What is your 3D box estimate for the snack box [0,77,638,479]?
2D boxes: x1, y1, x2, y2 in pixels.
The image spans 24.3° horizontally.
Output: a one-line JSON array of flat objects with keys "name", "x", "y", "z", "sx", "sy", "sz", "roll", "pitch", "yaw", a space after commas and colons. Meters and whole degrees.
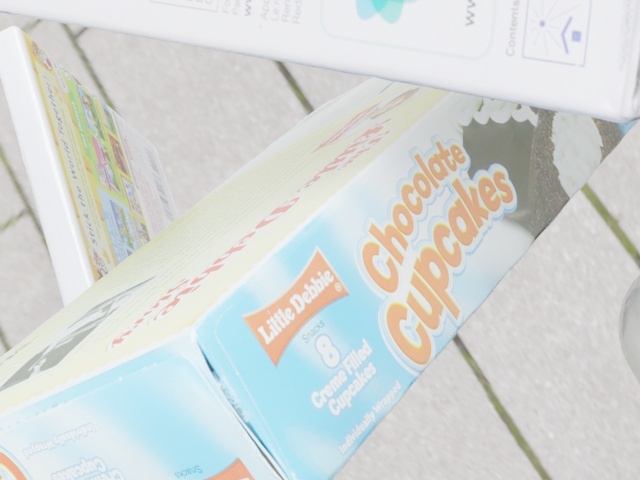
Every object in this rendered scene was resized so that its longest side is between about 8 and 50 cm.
[{"name": "snack box", "x": 0.000, "y": 0.000, "z": 0.533, "sx": 0.187, "sy": 0.322, "sz": 0.060, "roll": -25, "pitch": 102, "yaw": 42}]

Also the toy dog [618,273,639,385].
[{"name": "toy dog", "x": 0.262, "y": 0.122, "z": 0.521, "sx": 0.161, "sy": 0.220, "sz": 0.334, "roll": -35, "pitch": 92, "yaw": 4}]

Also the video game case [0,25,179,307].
[{"name": "video game case", "x": -0.140, "y": -0.011, "z": 1.019, "sx": 0.026, "sy": 0.206, "sz": 0.227, "roll": -26, "pitch": 62, "yaw": 11}]

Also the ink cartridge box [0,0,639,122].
[{"name": "ink cartridge box", "x": -0.027, "y": -0.150, "z": 0.426, "sx": 0.311, "sy": 0.065, "sz": 0.186, "roll": 14, "pitch": 108, "yaw": 35}]
